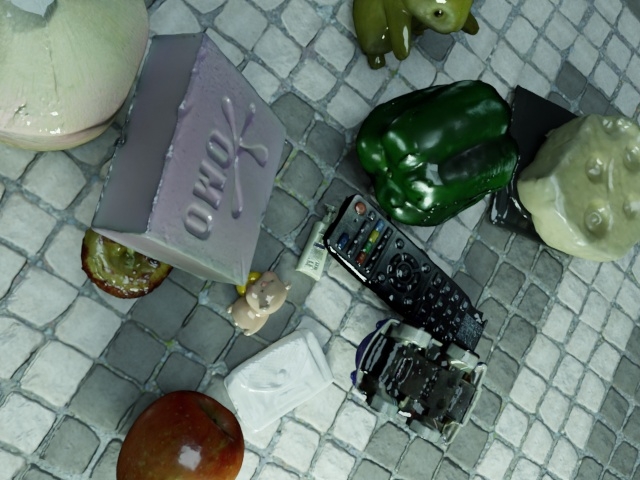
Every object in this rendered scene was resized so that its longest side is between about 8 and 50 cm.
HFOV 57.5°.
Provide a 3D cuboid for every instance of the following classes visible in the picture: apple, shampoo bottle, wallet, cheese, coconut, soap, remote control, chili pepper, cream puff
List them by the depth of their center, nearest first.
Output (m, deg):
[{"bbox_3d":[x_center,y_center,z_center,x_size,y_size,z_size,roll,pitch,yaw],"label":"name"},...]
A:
[{"bbox_3d":[-0.381,-0.273,0.773,0.298,0.310,0.297,2,86,-23],"label":"coconut"},{"bbox_3d":[-0.177,-0.103,0.875,0.107,0.285,0.296,8,77,23],"label":"soap"},{"bbox_3d":[-0.209,0.324,0.887,0.181,0.181,0.168,37,98,-17],"label":"apple"},{"bbox_3d":[-0.301,0.017,0.909,0.149,0.084,0.148,5,82,-36],"label":"cream puff"},{"bbox_3d":[-0.070,0.243,1.025,0.183,0.032,0.124,-28,100,-23],"label":"wallet"},{"bbox_3d":[0.206,-0.161,1.057,0.257,0.233,0.248,-26,87,-31],"label":"chili pepper"},{"bbox_3d":[0.000,0.000,1.069,0.049,0.034,0.141,24,77,-13],"label":"shampoo bottle"},{"bbox_3d":[0.165,0.075,1.106,0.399,0.062,0.144,41,64,-20],"label":"remote control"},{"bbox_3d":[0.573,-0.115,1.237,0.327,0.115,0.317,5,89,-24],"label":"cheese"},{"bbox_3d":[0.493,-0.153,1.288,0.247,0.041,0.322,20,77,-22],"label":"wallet"}]

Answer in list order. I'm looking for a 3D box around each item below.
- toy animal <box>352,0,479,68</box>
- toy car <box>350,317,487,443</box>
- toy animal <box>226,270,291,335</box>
[{"bbox_3d":[0.193,-0.416,1.018,0.181,0.363,0.180,-32,114,-18],"label":"toy animal"},{"bbox_3d":[0.160,0.240,1.052,0.235,0.158,0.172,31,79,-16],"label":"toy car"},{"bbox_3d":[-0.106,0.097,0.990,0.114,0.082,0.091,-45,102,-18],"label":"toy animal"}]
